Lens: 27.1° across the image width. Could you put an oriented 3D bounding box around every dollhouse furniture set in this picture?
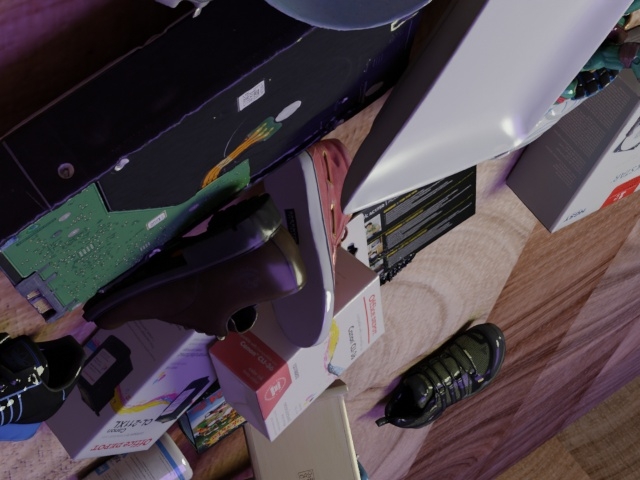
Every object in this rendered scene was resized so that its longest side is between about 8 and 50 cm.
[{"bbox_3d":[-0.088,0.281,1.695,0.286,0.198,0.303,-12,-175,-10],"label":"dollhouse furniture set"}]

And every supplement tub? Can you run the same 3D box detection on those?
[{"bbox_3d":[-0.200,0.259,1.447,0.107,0.071,0.071,-34,159,-15],"label":"supplement tub"}]

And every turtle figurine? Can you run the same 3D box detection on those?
[{"bbox_3d":[0.264,-0.193,1.214,0.118,0.175,0.234,13,118,-43],"label":"turtle figurine"}]

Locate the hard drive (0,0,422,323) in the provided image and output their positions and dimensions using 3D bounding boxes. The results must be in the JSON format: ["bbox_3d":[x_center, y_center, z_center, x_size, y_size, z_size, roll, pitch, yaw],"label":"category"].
[{"bbox_3d":[-0.080,-0.082,0.911,0.339,0.064,0.237,-37,169,-10],"label":"hard drive"}]

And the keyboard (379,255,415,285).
[{"bbox_3d":[0.078,0.014,1.463,0.100,0.038,0.192,-36,158,-10],"label":"keyboard"}]

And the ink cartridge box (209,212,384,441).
[{"bbox_3d":[-0.004,0.079,1.232,0.198,0.067,0.115,-44,154,-19],"label":"ink cartridge box"}]

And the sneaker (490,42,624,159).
[{"bbox_3d":[0.228,-0.148,1.362,0.190,0.071,0.083,-35,169,4],"label":"sneaker"}]

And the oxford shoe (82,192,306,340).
[{"bbox_3d":[-0.104,0.045,1.049,0.227,0.096,0.083,-19,-158,42],"label":"oxford shoe"}]

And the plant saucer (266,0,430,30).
[{"bbox_3d":[0.015,-0.222,0.774,0.195,0.037,0.195,-9,111,-25],"label":"plant saucer"}]

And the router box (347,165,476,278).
[{"bbox_3d":[0.077,-0.033,1.327,0.179,0.046,0.133,-33,149,-17],"label":"router box"}]

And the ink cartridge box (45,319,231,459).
[{"bbox_3d":[-0.158,0.117,1.223,0.175,0.072,0.127,-46,159,16],"label":"ink cartridge box"}]

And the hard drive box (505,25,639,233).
[{"bbox_3d":[0.343,-0.137,1.531,0.181,0.089,0.232,-24,155,-34],"label":"hard drive box"}]

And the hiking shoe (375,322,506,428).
[{"bbox_3d":[0.183,0.211,1.975,0.227,0.086,0.114,-48,161,23],"label":"hiking shoe"}]

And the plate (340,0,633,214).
[{"bbox_3d":[0.149,-0.154,1.062,0.278,0.045,0.277,-23,156,-47],"label":"plate"}]

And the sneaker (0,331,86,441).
[{"bbox_3d":[-0.272,0.115,1.027,0.090,0.081,0.232,-49,164,17],"label":"sneaker"}]

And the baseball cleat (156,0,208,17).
[{"bbox_3d":[-0.095,-0.184,0.718,0.109,0.072,0.206,-62,161,18],"label":"baseball cleat"}]

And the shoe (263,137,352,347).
[{"bbox_3d":[0.000,0.000,1.155,0.063,0.178,0.081,1,-168,38],"label":"shoe"}]

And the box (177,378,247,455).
[{"bbox_3d":[-0.057,0.133,1.468,0.233,0.044,0.159,-34,158,-15],"label":"box"}]
